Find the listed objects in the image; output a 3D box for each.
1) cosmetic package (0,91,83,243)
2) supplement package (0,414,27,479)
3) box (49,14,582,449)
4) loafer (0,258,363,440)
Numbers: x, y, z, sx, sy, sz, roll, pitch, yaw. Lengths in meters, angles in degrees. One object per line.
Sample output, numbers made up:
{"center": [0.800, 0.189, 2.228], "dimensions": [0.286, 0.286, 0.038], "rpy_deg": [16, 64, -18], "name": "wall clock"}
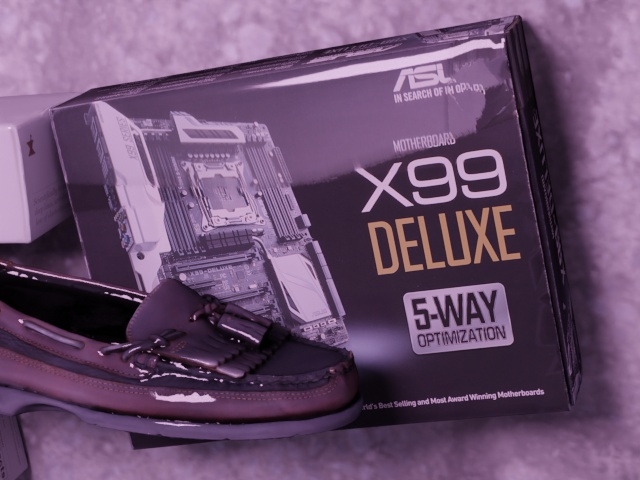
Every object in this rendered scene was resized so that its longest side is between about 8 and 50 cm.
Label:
{"center": [-0.280, -0.046, 1.049], "dimensions": [0.231, 0.117, 0.085], "rpy_deg": [0, 106, 17], "name": "cosmetic package"}
{"center": [-0.375, 0.106, 1.103], "dimensions": [0.262, 0.145, 0.204], "rpy_deg": [-6, 105, 17], "name": "supplement package"}
{"center": [0.000, 0.000, 1.004], "dimensions": [0.308, 0.076, 0.242], "rpy_deg": [-7, 105, 18], "name": "box"}
{"center": [-0.122, 0.062, 0.963], "dimensions": [0.303, 0.109, 0.095], "rpy_deg": [3, 103, 19], "name": "loafer"}
